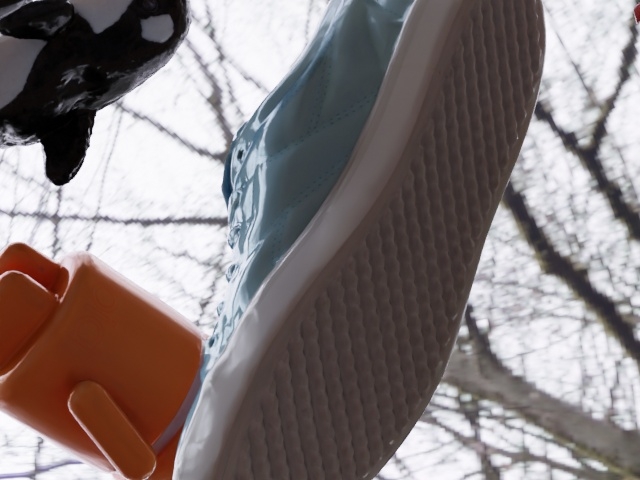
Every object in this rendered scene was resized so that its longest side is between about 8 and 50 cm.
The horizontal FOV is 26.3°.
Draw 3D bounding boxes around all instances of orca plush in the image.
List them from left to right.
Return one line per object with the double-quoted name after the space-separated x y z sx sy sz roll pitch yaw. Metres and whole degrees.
-0.201 -0.083 0.915 0.287 0.151 0.102 -28 -95 -28 "orca plush"

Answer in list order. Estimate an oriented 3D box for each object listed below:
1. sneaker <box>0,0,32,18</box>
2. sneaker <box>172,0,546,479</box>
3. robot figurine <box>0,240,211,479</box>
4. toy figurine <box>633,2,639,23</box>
-0.168 -0.160 0.731 0.283 0.124 0.107 -50 -45 -52 "sneaker"
0.000 0.000 0.776 0.135 0.150 0.366 47 -117 -40 "sneaker"
-0.149 0.094 0.960 0.219 0.158 0.128 36 -111 -24 "robot figurine"
0.129 -0.303 0.908 0.217 0.362 0.191 -36 -45 -39 "toy figurine"
